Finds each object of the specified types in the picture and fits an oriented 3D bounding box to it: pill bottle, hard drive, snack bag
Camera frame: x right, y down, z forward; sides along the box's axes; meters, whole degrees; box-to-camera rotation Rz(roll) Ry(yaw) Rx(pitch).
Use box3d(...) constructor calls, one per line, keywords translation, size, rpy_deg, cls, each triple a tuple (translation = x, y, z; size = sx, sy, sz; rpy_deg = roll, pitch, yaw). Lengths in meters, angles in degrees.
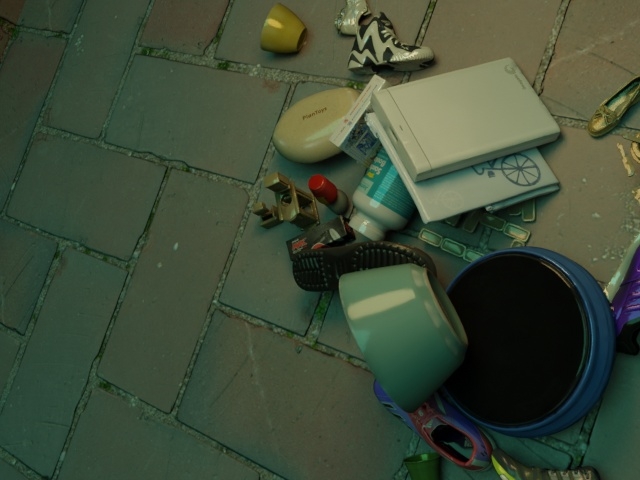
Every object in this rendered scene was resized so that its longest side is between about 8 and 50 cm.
box3d(translation=(0.171, -0.126, 1.751), size=(0.146, 0.146, 0.264), rpy_deg=(33, 94, 32), cls="pill bottle")
box3d(translation=(0.317, -0.273, 1.645), size=(0.353, 0.047, 0.233), rpy_deg=(-17, 63, -16), cls="hard drive")
box3d(translation=(0.308, -0.193, 1.645), size=(0.343, 0.037, 0.323), rpy_deg=(-18, 64, -16), cls="snack bag")

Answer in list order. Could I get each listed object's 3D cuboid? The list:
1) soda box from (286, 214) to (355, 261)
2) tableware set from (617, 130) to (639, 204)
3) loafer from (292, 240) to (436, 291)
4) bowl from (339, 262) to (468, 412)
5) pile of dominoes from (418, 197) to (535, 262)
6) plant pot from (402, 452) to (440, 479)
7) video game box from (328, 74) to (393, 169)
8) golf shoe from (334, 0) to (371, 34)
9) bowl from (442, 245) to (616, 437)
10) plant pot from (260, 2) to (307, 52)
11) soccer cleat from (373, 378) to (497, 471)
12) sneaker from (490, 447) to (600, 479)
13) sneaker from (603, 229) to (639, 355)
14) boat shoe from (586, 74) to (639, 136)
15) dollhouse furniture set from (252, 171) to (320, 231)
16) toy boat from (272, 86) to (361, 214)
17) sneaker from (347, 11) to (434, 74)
box3d(translation=(0.000, 0.000, 1.872), size=(0.169, 0.053, 0.060), rpy_deg=(-26, 65, 23), cls="soda box")
box3d(translation=(0.650, -0.139, 1.424), size=(0.128, 0.039, 0.194), rpy_deg=(-21, 62, 23), cls="tableware set")
box3d(translation=(0.111, 0.055, 1.739), size=(0.366, 0.130, 0.133), rpy_deg=(4, 100, 33), cls="loafer")
box3d(translation=(0.185, 0.170, 1.503), size=(0.163, 0.311, 0.311), rpy_deg=(-29, 64, 13), cls="bowl")
box3d(translation=(0.359, -0.047, 1.700), size=(0.251, 0.040, 0.196), rpy_deg=(26, 90, 25), cls="pile of dominoes")
box3d(translation=(0.224, 0.503, 1.598), size=(0.083, 0.083, 0.079), rpy_deg=(-15, 83, 26), cls="plant pot")
box3d(translation=(0.138, -0.266, 1.775), size=(0.048, 0.205, 0.187), rpy_deg=(39, 97, 39), cls="video game box")
box3d(translation=(0.101, -0.627, 1.990), size=(0.086, 0.069, 0.176), rpy_deg=(17, 89, 12), cls="golf shoe")
box3d(translation=(0.395, 0.200, 1.518), size=(0.391, 0.077, 0.391), rpy_deg=(-13, 71, 42), cls="bowl")
box3d(translation=(-0.093, -0.569, 2.050), size=(0.095, 0.134, 0.134), rpy_deg=(24, 89, 8), cls="plant pot")
box3d(translation=(0.230, 0.376, 1.598), size=(0.318, 0.116, 0.108), rpy_deg=(35, 95, 32), cls="soccer cleat")
box3d(translation=(0.473, 0.479, 1.447), size=(0.300, 0.111, 0.121), rpy_deg=(26, 84, 25), cls="sneaker")
box3d(translation=(0.643, 0.095, 1.449), size=(0.146, 0.102, 0.293), rpy_deg=(35, 103, 32), cls="sneaker")
box3d(translation=(0.627, -0.286, 1.587), size=(0.153, 0.048, 0.056), rpy_deg=(-42, 60, 14), cls="boat shoe")
box3d(translation=(-0.119, -0.072, 1.884), size=(0.161, 0.182, 0.101), rpy_deg=(-22, 67, 23), cls="dollhouse furniture set")
box3d(translation=(0.010, -0.224, 1.890), size=(0.267, 0.148, 0.318), rpy_deg=(-14, 62, 21), cls="toy boat")
box3d(translation=(0.179, -0.507, 1.881), size=(0.235, 0.094, 0.153), rpy_deg=(1, 86, 41), cls="sneaker")
